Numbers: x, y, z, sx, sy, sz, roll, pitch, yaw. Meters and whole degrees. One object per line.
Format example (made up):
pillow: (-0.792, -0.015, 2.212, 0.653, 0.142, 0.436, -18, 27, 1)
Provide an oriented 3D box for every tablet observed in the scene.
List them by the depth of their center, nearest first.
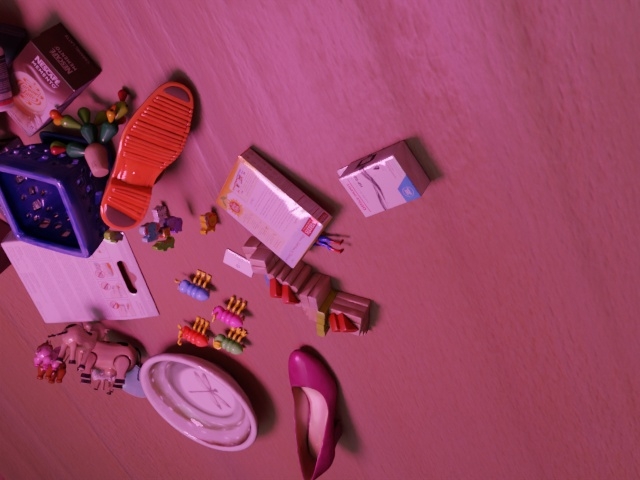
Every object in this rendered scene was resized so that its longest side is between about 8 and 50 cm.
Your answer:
tablet: (-0.203, 0.057, 1.857, 0.083, 0.006, 0.054, 29, 136, 7)

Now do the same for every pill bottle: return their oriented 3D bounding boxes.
pill bottle: (-0.734, -0.371, 1.605, 0.107, 0.108, 0.180, 9, 115, 24)

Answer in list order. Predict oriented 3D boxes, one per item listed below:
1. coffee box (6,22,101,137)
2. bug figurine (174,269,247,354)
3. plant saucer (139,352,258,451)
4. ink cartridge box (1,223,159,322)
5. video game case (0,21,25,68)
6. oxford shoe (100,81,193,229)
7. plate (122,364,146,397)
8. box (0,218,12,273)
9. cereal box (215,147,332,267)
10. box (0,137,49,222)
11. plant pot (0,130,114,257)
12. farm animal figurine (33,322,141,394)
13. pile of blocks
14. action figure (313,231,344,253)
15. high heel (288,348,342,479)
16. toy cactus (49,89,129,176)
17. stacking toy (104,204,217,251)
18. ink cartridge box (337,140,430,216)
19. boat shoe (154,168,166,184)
coffee box: (-0.628, -0.359, 1.687, 0.246, 0.098, 0.141, -27, 109, 43)
bug figurine: (-0.299, 0.216, 2.003, 0.216, 0.072, 0.279, 21, 134, 14)
plant saucer: (-0.347, 0.461, 2.221, 0.400, 0.101, 0.401, 16, 132, 18)
ink cartridge box: (-0.675, 0.091, 2.140, 0.384, 0.091, 0.308, -5, 125, 13)
video game case: (-0.822, -0.425, 1.711, 0.196, 0.026, 0.274, 7, 153, -38)
oxford shoe: (-0.392, -0.203, 1.643, 0.129, 0.133, 0.364, 24, 114, -26)
plate: (-0.620, 0.438, 2.420, 0.188, 0.024, 0.188, 16, 133, 18)
box: (-1.031, 0.034, 2.190, 0.168, 0.203, 0.167, 34, 137, 2)
cereal box: (-0.107, -0.069, 1.646, 0.240, 0.047, 0.173, 40, 136, 3)
box: (-0.832, -0.158, 2.009, 0.183, 0.059, 0.233, -4, 124, 30)
plant pot: (-0.620, -0.126, 1.801, 0.235, 0.212, 0.236, 12, 132, 21)
farm animal figurine: (-0.685, 0.328, 2.208, 0.326, 0.172, 0.330, 21, 151, -29)
pile of blocks: (-0.049, 0.137, 1.756, 0.362, 0.113, 0.149, 34, 136, 2)
action figure: (0.000, 0.000, 1.671, 0.115, 0.030, 0.038, 14, 127, 27)
high heel: (-0.030, 0.471, 1.981, 0.127, 0.181, 0.377, 0, 126, 31)
toy cactus: (-0.509, -0.230, 1.649, 0.218, 0.181, 0.112, -23, 158, 5)
stacking toy: (-0.371, -0.031, 1.736, 0.166, 0.221, 0.052, 8, 109, 28)
ink cartridge box: (0.113, -0.114, 1.481, 0.180, 0.060, 0.104, -21, 115, 41)
boat shoe: (-0.434, -0.148, 1.782, 0.170, 0.059, 0.063, -28, 104, 21)
